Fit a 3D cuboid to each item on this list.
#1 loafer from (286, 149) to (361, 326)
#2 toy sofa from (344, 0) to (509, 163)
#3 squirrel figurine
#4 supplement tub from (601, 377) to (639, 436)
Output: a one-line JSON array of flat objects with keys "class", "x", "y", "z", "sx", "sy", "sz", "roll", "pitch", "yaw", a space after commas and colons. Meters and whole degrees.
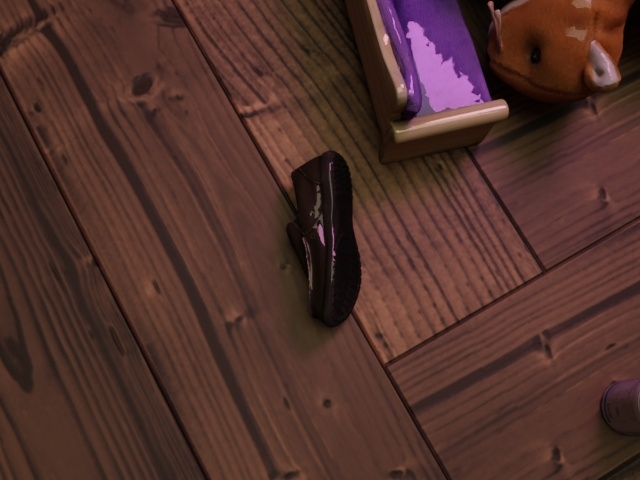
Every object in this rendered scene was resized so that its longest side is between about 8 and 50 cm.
[{"class": "loafer", "x": 0.000, "y": 0.000, "z": 0.886, "sx": 0.078, "sy": 0.080, "sz": 0.220, "roll": -8, "pitch": 75, "yaw": 27}, {"class": "toy sofa", "x": 0.116, "y": -0.298, "z": 0.912, "sx": 0.150, "sy": 0.177, "sz": 0.362, "roll": -12, "pitch": 76, "yaw": -7}, {"class": "squirrel figurine", "x": 0.372, "y": -0.360, "z": 0.874, "sx": 0.397, "sy": 0.281, "sz": 0.370, "roll": 0, "pitch": 96, "yaw": 5}, {"class": "supplement tub", "x": 0.390, "y": 0.198, "z": 0.840, "sx": 0.071, "sy": 0.107, "sz": 0.071, "roll": 1, "pitch": 75, "yaw": -5}]
